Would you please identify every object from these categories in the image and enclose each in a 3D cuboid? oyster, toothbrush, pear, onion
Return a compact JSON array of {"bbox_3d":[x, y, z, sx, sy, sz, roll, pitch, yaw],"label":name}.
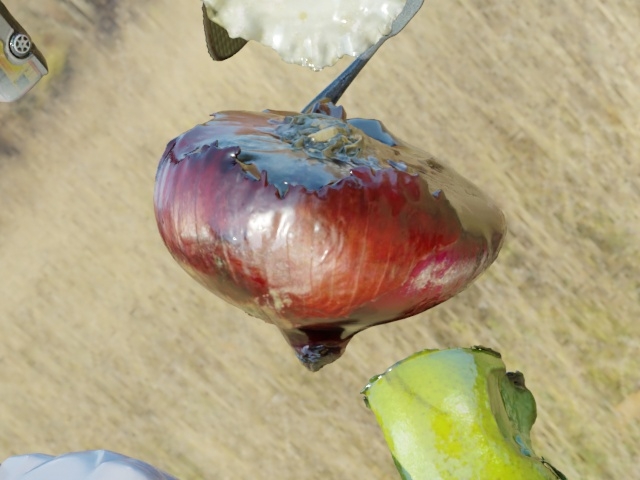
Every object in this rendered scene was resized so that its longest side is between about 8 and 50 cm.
[{"bbox_3d":[0.000,-0.142,0.537,0.121,0.146,0.045,-22,46,-8],"label":"oyster"},{"bbox_3d":[-0.014,-0.104,1.044,0.321,0.023,0.031,-49,10,-7],"label":"toothbrush"},{"bbox_3d":[0.192,0.271,1.408,0.164,0.238,0.255,-34,45,17],"label":"pear"},{"bbox_3d":[0.000,0.000,0.903,0.272,0.272,0.195,-118,40,-71],"label":"onion"}]

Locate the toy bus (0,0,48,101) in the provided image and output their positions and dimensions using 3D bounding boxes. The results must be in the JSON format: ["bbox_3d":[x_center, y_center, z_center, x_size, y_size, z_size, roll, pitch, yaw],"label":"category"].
[{"bbox_3d":[-0.339,-0.208,1.143,0.057,0.172,0.072,16,61,41],"label":"toy bus"}]

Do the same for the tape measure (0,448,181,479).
[{"bbox_3d":[-0.123,0.207,0.777,0.196,0.178,0.105,-9,37,41],"label":"tape measure"}]

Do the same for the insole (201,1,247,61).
[{"bbox_3d":[-0.064,-0.215,0.747,0.086,0.005,0.253,-50,-26,-28],"label":"insole"}]
